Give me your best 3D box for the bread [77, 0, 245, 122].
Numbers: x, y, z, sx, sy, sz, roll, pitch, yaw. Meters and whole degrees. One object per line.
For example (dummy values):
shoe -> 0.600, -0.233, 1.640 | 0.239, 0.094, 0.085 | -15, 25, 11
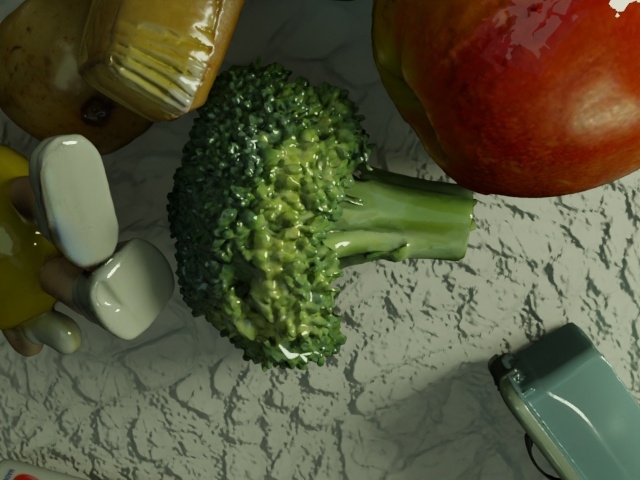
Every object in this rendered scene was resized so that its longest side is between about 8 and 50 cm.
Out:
bread -> -0.134, -0.257, 1.232 | 0.119, 0.152, 0.288 | 19, 82, -25

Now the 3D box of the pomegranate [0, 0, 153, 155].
pomegranate -> -0.252, -0.183, 1.360 | 0.196, 0.196, 0.196 | 2, 106, 8

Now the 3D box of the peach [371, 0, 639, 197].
peach -> 0.231, -0.206, 1.199 | 0.372, 0.290, 0.373 | -9, 120, -17

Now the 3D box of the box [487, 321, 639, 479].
box -> 0.282, 0.204, 1.397 | 0.130, 0.162, 0.227 | -37, 98, 6

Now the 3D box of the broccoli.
broccoli -> -0.019, 0.008, 1.298 | 0.301, 0.249, 0.375 | 22, 137, 20

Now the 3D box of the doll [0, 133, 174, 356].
doll -> -0.332, -0.022, 1.343 | 0.423, 0.161, 0.348 | 33, 133, 28

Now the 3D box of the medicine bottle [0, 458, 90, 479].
medicine bottle -> -0.229, 0.361, 1.532 | 0.340, 0.130, 0.130 | 15, 108, 4
